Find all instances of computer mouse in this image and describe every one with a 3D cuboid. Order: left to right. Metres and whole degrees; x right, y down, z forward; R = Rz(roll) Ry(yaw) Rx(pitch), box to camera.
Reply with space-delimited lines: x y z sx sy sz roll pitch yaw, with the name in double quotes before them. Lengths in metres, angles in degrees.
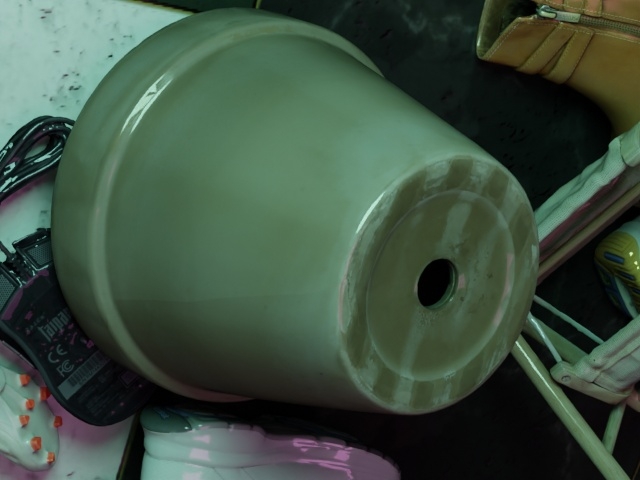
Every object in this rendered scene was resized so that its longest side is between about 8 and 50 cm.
"computer mouse" -0.200 0.018 1.124 0.184 0.060 0.262 -48 125 -11

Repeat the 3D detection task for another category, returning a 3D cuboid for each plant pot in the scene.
"plant pot" 0.000 0.000 1.051 0.323 0.280 0.323 -12 111 -34

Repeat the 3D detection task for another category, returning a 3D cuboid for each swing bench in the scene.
"swing bench" 0.290 0.045 1.278 0.255 0.165 0.253 45 121 -4

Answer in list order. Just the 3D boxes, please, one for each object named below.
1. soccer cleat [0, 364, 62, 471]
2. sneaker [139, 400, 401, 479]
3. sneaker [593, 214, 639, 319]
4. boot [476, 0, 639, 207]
"soccer cleat" -0.279 0.129 1.129 0.076 0.068 0.196 -11 141 19
"sneaker" -0.050 0.222 1.247 0.297 0.111 0.129 14 87 -40
"sneaker" 0.395 0.084 1.465 0.131 0.112 0.296 -37 128 -14
"boot" 0.248 -0.158 1.268 0.220 0.109 0.283 -2 126 -21
